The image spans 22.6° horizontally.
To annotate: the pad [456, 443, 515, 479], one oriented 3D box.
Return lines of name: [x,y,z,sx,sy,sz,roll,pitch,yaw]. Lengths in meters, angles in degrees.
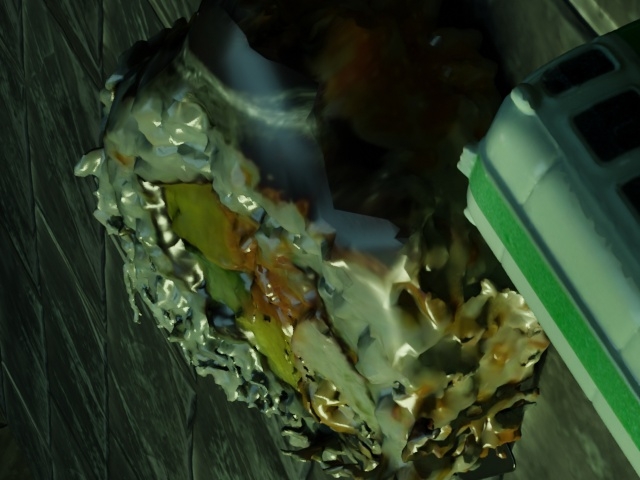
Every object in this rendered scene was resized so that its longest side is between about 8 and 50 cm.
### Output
pad: [0.101,0.114,1.261,0.157,0.003,0.112,66,159,6]

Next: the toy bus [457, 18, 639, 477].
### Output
toy bus: [0.193,0.029,0.743,0.276,0.165,0.133,60,158,25]

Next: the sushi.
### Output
sushi: [-0.001,0.002,1.151,0.417,0.176,0.417,36,143,33]
